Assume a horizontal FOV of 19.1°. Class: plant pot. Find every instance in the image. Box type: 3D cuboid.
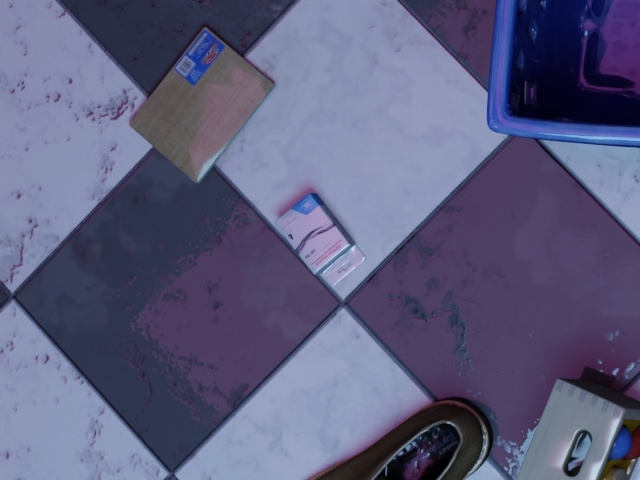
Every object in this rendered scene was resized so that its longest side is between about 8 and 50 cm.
[{"bbox_3d":[0.289,-0.194,1.705,0.236,0.212,0.236,7,90,15],"label":"plant pot"}]

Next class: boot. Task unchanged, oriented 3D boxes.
[{"bbox_3d":[0.028,0.263,1.820,0.305,0.115,0.112,-43,81,11],"label":"boot"}]

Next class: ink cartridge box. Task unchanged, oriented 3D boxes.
[{"bbox_3d":[0.000,0.000,1.873,0.048,0.028,0.083,-40,81,11],"label":"ink cartridge box"}]

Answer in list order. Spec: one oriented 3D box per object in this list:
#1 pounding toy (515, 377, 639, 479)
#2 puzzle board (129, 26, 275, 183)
[{"bbox_3d":[0.256,0.212,1.762,0.100,0.130,0.141,24,95,26],"label":"pounding toy"},{"bbox_3d":[-0.119,-0.136,1.915,0.096,0.011,0.128,41,98,13],"label":"puzzle board"}]
